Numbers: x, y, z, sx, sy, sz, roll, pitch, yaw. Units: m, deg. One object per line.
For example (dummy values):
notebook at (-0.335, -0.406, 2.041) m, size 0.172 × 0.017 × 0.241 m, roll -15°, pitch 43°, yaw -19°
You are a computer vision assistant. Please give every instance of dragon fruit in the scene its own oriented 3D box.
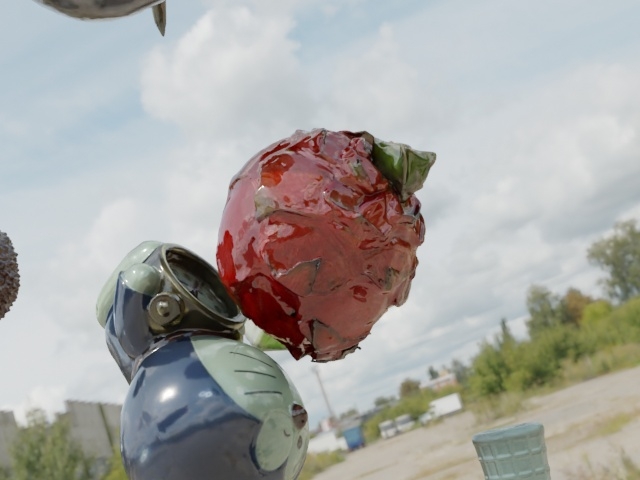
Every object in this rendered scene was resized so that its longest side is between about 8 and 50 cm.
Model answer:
dragon fruit at (0.000, 0.000, 0.743) m, size 0.172 × 0.172 × 0.209 m, roll -4°, pitch -59°, yaw -51°

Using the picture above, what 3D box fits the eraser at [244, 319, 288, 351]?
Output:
eraser at (0.005, 0.016, 1.272) m, size 0.210 × 0.092 × 0.274 m, roll 5°, pitch -67°, yaw -53°

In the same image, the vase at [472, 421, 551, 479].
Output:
vase at (0.318, 0.433, 1.382) m, size 0.143 × 0.298 × 0.143 m, roll -11°, pitch -11°, yaw -2°

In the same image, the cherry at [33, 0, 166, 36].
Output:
cherry at (-0.157, -0.301, 0.724) m, size 0.255 × 0.296 × 0.218 m, roll -24°, pitch 29°, yaw -16°

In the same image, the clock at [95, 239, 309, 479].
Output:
clock at (-0.099, 0.123, 0.764) m, size 0.146 × 0.243 × 0.199 m, roll -40°, pitch -46°, yaw 11°

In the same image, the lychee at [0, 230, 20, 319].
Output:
lychee at (-0.349, 0.033, 0.883) m, size 0.129 × 0.123 × 0.123 m, roll 16°, pitch 1°, yaw 22°
